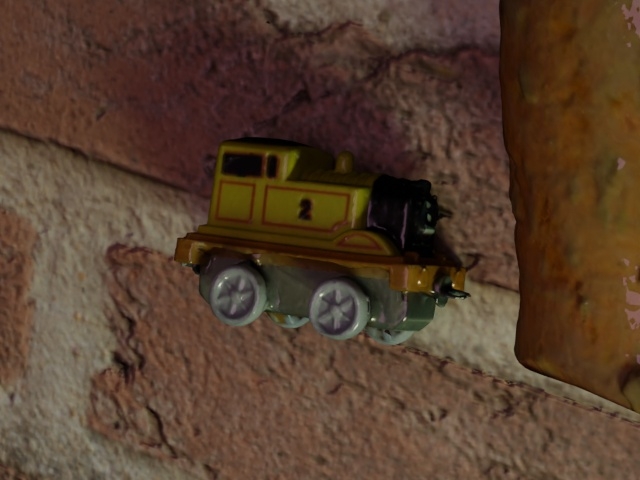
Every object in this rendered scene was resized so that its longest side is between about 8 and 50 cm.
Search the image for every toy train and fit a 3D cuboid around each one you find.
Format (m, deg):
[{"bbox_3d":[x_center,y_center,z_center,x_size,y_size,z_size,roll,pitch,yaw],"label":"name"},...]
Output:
[{"bbox_3d":[0.000,0.000,1.210,0.219,0.089,0.127,7,91,30],"label":"toy train"}]

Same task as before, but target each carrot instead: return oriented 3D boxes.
[{"bbox_3d":[0.203,-0.081,1.002,0.224,0.224,0.340,9,102,28],"label":"carrot"}]
